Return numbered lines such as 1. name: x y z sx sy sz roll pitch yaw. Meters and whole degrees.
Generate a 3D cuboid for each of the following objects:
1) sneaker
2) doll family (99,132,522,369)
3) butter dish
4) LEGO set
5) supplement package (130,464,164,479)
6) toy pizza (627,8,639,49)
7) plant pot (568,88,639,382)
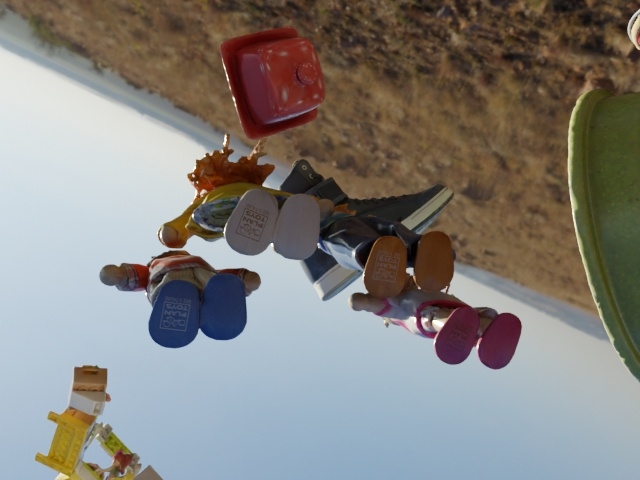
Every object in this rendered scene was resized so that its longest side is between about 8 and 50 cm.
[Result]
1. sneaker: 0.046 -0.051 0.831 0.163 0.226 0.086 53 157 13
2. doll family: 0.000 0.000 0.428 0.262 0.118 0.163 9 -177 -19
3. butter dish: -0.051 -0.253 1.036 0.159 0.160 0.118 -26 -162 -36
4. LEGO set: -0.259 0.245 0.808 0.132 0.287 0.107 -3 -151 16
5. supplement package: -0.144 0.364 0.532 0.262 0.145 0.204 46 -133 9
6. toy pizza: 0.539 -0.287 0.929 0.201 0.032 0.201 14 172 2
7. plant pot: 0.376 -0.029 0.528 0.253 0.276 0.276 -15 154 39
